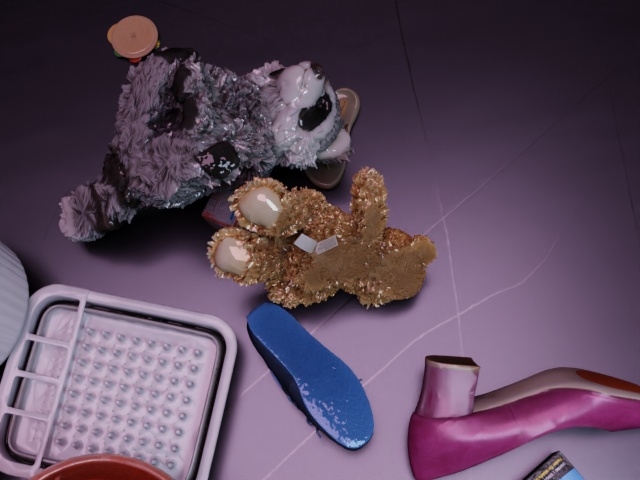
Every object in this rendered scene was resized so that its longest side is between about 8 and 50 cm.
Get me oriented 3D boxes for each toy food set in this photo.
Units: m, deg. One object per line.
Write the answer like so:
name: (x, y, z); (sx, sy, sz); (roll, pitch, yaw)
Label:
toy food set: (-0.316, -0.343, 1.589); (0.083, 0.020, 0.083); (-27, 75, -6)

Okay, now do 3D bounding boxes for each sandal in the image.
sandal: (0.018, -0.171, 1.508); (0.072, 0.049, 0.180); (16, 75, 7)

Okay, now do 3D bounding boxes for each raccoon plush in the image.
raccoon plush: (-0.170, -0.145, 1.423); (0.446, 0.299, 0.216); (-19, 79, 42)

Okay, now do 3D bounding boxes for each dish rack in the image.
dish rack: (-0.302, 0.231, 1.396); (0.332, 0.072, 0.286); (10, 74, 6)

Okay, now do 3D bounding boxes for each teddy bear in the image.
teddy bear: (0.000, 0.000, 1.349); (0.337, 0.245, 0.113); (-3, 31, -23)

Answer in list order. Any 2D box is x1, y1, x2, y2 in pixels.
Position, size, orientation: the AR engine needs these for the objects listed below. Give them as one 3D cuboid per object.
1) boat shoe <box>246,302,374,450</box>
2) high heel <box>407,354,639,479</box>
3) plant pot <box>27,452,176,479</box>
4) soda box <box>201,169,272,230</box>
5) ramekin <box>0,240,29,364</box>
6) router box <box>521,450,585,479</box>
boat shoe: (-0.010, 0.200, 1.386); (0.109, 0.089, 0.258); (-29, 69, -19)
high heel: (0.316, 0.276, 1.352); (0.377, 0.127, 0.181); (8, 96, 4)
plant pot: (-0.301, 0.443, 1.206); (0.272, 0.265, 0.273); (10, 59, -18)
soda box: (-0.120, -0.100, 1.485); (0.058, 0.063, 0.183); (19, 76, 16)
ramekin: (-0.556, 0.096, 1.384); (0.272, 0.127, 0.273); (-9, 67, 22)
router box: (0.314, 0.407, 1.327); (0.179, 0.046, 0.133); (-39, 76, -8)
